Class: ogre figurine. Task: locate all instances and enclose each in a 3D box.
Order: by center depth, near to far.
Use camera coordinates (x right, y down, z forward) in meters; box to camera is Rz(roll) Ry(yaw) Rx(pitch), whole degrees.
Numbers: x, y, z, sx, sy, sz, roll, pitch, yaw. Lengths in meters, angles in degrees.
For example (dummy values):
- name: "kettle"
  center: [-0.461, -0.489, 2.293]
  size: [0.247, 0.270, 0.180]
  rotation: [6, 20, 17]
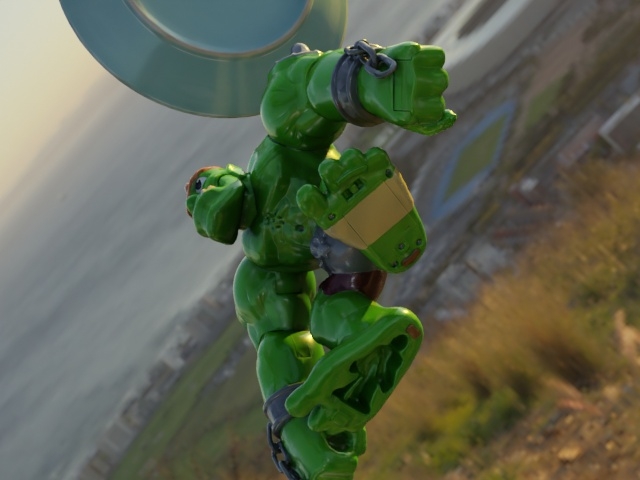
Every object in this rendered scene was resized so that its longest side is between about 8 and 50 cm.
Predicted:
- name: "ogre figurine"
  center: [0.000, 0.000, 0.581]
  size: [0.096, 0.197, 0.118]
  rotation: [-19, 31, -16]

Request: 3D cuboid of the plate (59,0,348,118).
- name: "plate"
  center: [-0.067, -0.163, 0.804]
  size: [0.188, 0.188, 0.024]
  rotation: [-56, 5, -28]
